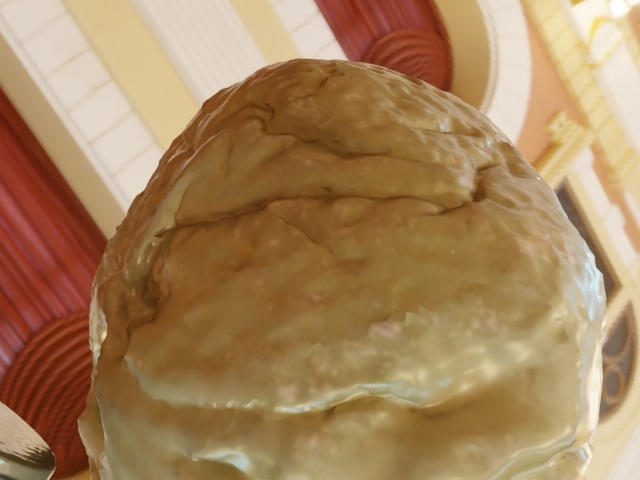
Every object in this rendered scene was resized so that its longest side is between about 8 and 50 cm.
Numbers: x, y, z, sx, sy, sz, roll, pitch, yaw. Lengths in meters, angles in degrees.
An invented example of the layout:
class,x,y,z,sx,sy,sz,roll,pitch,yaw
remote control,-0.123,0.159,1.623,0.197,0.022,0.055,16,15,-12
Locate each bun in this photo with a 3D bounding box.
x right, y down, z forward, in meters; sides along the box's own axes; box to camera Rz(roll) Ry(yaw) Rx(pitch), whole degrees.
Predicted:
class,x,y,z,sx,sy,sz,roll,pitch,yaw
bun,-0.012,0.067,0.579,0.227,0.353,0.349,6,172,-15

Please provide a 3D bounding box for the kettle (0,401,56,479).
class,x,y,z,sx,sy,sz,roll,pitch,yaw
kettle,-0.252,0.146,0.450,0.243,0.210,0.160,-56,-165,-7
